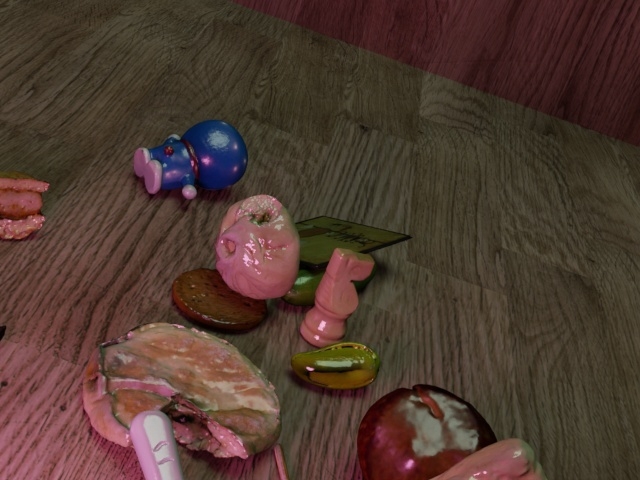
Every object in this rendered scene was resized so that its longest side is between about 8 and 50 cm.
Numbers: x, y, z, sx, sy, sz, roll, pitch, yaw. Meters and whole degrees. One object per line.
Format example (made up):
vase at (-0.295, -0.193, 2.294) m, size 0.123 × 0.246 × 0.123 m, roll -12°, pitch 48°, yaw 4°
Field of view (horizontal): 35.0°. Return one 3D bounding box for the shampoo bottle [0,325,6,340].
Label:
shampoo bottle at (-0.620, 0.117, 1.601) m, size 0.236 × 0.067 × 0.068 m, roll 20°, pitch 37°, yaw -2°

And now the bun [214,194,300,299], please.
bun at (-0.127, 0.012, 1.922) m, size 0.128 × 0.193 × 0.178 m, roll -8°, pitch 25°, yaw -39°

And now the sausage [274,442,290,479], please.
sausage at (-0.061, 0.355, 1.598) m, size 0.015 × 0.015 × 0.100 m, roll 10°, pitch 28°, yaw -19°

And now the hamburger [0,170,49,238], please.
hamburger at (-0.651, -0.072, 1.881) m, size 0.262 × 0.124 × 0.131 m, roll 2°, pitch 14°, yaw -40°

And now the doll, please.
doll at (-0.287, -0.173, 2.286) m, size 0.257 × 0.161 × 0.215 m, roll -15°, pitch 55°, yaw -25°

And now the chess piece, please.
chess piece at (0.033, 0.104, 1.915) m, size 0.090 × 0.200 × 0.090 m, roll 16°, pitch 28°, yaw -9°

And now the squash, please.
squash at (0.026, 0.080, 2.086) m, size 0.082 × 0.082 × 0.292 m, roll 37°, pitch 31°, yaw 29°

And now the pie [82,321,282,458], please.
pie at (-0.218, 0.244, 1.632) m, size 0.338 × 0.075 × 0.337 m, roll 15°, pitch 27°, yaw -8°

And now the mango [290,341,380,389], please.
mango at (0.027, 0.228, 1.831) m, size 0.165 × 0.074 × 0.091 m, roll 1°, pitch 37°, yaw -10°

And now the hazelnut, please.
hazelnut at (0.164, 0.344, 1.593) m, size 0.234 × 0.218 × 0.218 m, roll 30°, pitch 29°, yaw 23°

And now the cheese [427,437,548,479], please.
cheese at (0.207, 0.398, 1.452) m, size 0.159 × 0.263 × 0.093 m, roll 61°, pitch -1°, yaw -14°

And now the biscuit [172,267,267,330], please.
biscuit at (-0.192, 0.113, 1.936) m, size 0.188 × 0.027 × 0.188 m, roll 16°, pitch 26°, yaw -8°

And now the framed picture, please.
framed picture at (0.000, 0.000, 2.190) m, size 0.255 × 0.014 × 0.339 m, roll 14°, pitch 19°, yaw 37°

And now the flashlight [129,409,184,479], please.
flashlight at (-0.219, 0.329, 1.433) m, size 0.093 × 0.047 × 0.200 m, roll -5°, pitch 58°, yaw -29°
